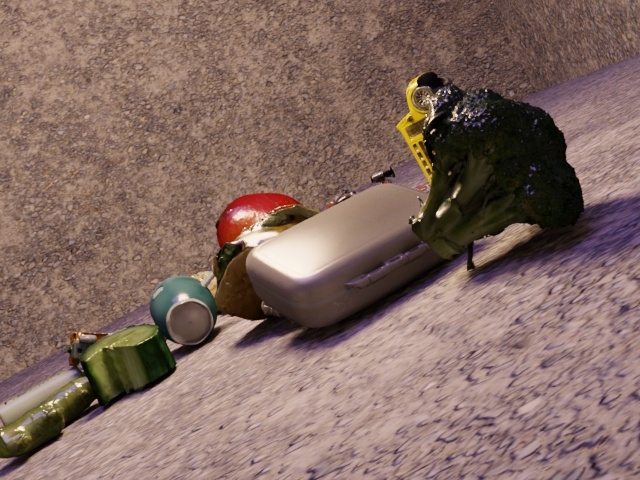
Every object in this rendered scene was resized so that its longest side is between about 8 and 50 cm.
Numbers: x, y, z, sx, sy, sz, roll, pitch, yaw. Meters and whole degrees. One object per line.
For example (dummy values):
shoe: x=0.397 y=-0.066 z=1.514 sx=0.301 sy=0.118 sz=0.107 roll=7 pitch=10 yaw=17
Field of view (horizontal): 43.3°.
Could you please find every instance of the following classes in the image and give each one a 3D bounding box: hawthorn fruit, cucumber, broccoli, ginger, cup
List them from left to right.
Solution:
ginger: x=-0.582 y=0.380 z=1.735 sx=0.137 sy=0.089 sz=0.290 roll=-44 pitch=-5 yaw=22
cucumber: x=-0.416 y=0.270 z=1.783 sx=0.191 sy=0.130 sz=0.191 roll=-22 pitch=13 yaw=5
cup: x=-0.324 y=0.180 z=1.949 sx=0.300 sy=0.167 sz=0.173 roll=-54 pitch=19 yaw=-3
hawthorn fruit: x=-0.144 y=-0.021 z=2.349 sx=0.307 sy=0.265 sz=0.265 roll=-21 pitch=7 yaw=6
broccoli: x=0.274 y=-0.094 z=1.300 sx=0.283 sy=0.304 sz=0.321 roll=-50 pitch=-21 yaw=8

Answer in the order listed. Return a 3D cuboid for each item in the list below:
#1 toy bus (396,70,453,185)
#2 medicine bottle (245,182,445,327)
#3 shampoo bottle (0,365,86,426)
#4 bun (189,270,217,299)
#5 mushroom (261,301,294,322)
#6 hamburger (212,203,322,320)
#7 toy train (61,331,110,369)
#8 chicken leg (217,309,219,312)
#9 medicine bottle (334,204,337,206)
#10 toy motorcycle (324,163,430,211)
toy bus: x=0.308 y=-0.262 z=2.068 sx=0.152 sy=0.330 sz=0.144 roll=-26 pitch=6 yaw=37
medicine bottle: x=0.063 y=0.019 z=1.498 sx=0.375 sy=0.123 sz=0.282 roll=-28 pitch=30 yaw=-24
shampoo bottle: x=-0.662 y=0.384 z=2.004 sx=0.262 sy=0.085 sz=0.085 roll=-29 pitch=7 yaw=-18
bun: x=-0.369 y=0.159 z=2.315 sx=0.237 sy=0.116 sz=0.210 roll=-39 pitch=-9 yaw=30
mushroom: x=0.001 y=0.079 z=1.635 sx=0.278 sy=0.096 sz=0.099 roll=-28 pitch=-32 yaw=-28
hamburger: x=-0.095 y=0.057 z=1.718 sx=0.285 sy=0.134 sz=0.265 roll=-43 pitch=-34 yaw=24
toy train: x=-0.535 y=0.276 z=2.026 sx=0.219 sy=0.089 sz=0.127 roll=3 pitch=-1 yaw=-2
chicken leg: x=-0.245 y=0.153 z=2.177 sx=0.085 sy=0.101 sz=0.207 roll=-28 pitch=-15 yaw=-42
medicine bottle: x=0.000 y=0.000 z=2.171 sx=0.228 sy=0.121 sz=0.083 roll=-30 pitch=8 yaw=-20
toy motorcycle: x=0.163 y=-0.134 z=2.544 sx=0.400 sy=0.134 sz=0.207 roll=-27 pitch=12 yaw=14
